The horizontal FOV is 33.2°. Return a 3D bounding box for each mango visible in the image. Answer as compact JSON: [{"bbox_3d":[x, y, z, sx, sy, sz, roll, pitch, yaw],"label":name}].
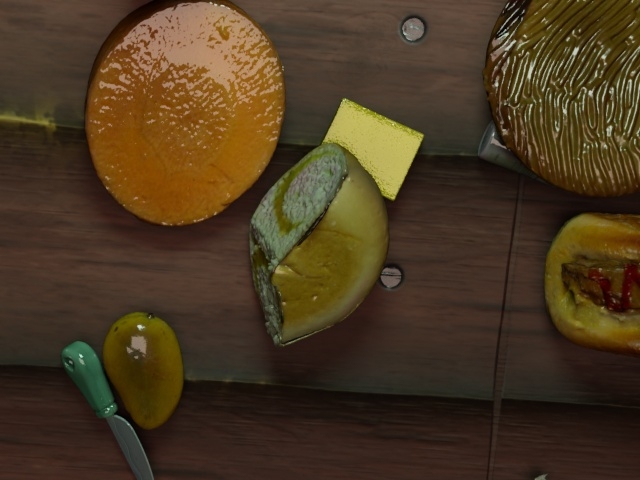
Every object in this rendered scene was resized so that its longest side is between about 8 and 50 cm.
[{"bbox_3d":[-0.235,0.174,1.440,0.103,0.076,0.161,-12,101,-7],"label":"mango"}]

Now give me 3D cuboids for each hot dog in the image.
[{"bbox_3d":[0.503,0.070,1.377,0.404,0.223,0.185,3,101,-2],"label":"hot dog"}]

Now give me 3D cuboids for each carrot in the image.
[{"bbox_3d":[-0.179,-0.167,1.389,0.258,0.100,0.307,18,105,-6],"label":"carrot"}]

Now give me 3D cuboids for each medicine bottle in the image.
[{"bbox_3d":[0.310,-0.100,1.426,0.199,0.057,0.058,21,97,-6],"label":"medicine bottle"}]

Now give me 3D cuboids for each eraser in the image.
[{"bbox_3d":[0.062,-0.121,1.420,0.122,0.045,0.097,24,97,-4],"label":"eraser"}]

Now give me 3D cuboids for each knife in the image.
[{"bbox_3d":[-0.274,0.252,1.461,0.063,0.034,0.260,-17,105,44],"label":"knife"}]

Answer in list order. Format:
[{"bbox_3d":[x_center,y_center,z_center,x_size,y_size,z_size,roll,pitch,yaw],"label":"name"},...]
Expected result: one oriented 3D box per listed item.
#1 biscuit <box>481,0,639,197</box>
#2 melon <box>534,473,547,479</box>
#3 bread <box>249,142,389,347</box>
[{"bbox_3d":[0.366,-0.213,1.389,0.317,0.040,0.318,0,88,-7],"label":"biscuit"},{"bbox_3d":[0.314,0.431,1.475,0.139,0.093,0.203,-25,95,-13],"label":"melon"},{"bbox_3d":[-0.001,0.012,1.395,0.156,0.158,0.261,31,105,-30],"label":"bread"}]
